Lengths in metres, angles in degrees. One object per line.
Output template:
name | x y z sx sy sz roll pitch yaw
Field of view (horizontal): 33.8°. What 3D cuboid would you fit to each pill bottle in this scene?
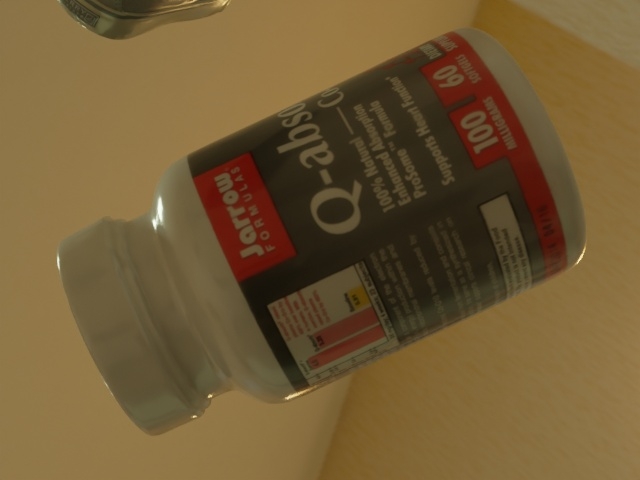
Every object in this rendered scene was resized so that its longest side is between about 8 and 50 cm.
pill bottle | 0.000 0.000 0.820 0.363 0.210 0.210 -26 -38 -1

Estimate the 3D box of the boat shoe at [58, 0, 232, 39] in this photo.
boat shoe | -0.097 -0.206 0.742 0.081 0.079 0.227 -46 2 32
